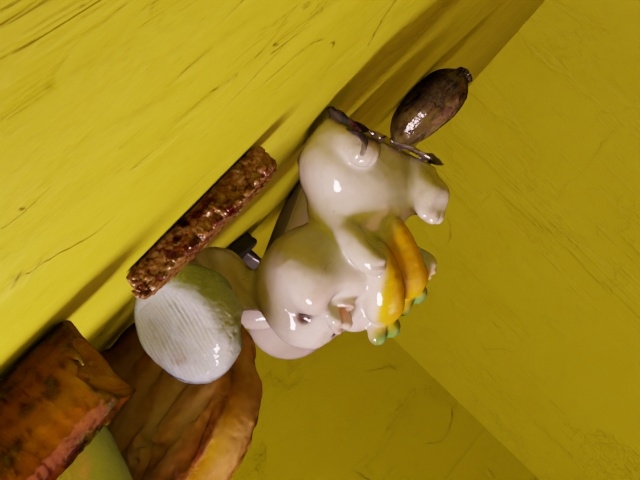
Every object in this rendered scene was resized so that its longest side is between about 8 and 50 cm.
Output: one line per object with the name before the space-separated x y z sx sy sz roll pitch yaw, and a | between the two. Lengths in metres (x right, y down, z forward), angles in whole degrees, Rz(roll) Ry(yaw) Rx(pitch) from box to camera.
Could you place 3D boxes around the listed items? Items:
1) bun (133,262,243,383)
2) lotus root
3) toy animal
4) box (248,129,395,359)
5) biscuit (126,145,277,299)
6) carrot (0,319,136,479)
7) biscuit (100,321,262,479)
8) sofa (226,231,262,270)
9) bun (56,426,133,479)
bun | -0.140 0.088 1.764 0.083 0.141 0.141 -33 168 -51
lotus root | 0.183 -0.229 2.692 0.179 0.080 0.089 -42 -169 6
toy animal | 0.004 0.003 1.906 0.310 0.247 0.183 -62 158 8
box | 0.006 0.011 2.269 0.349 0.141 0.289 128 -16 -66
biscuit | -0.120 -0.016 1.611 0.199 0.034 0.064 -46 176 -7
carrot | -0.294 0.205 1.417 0.302 0.114 0.114 -48 178 -18
biscuit | -0.183 0.212 1.879 0.296 0.102 0.296 -29 -137 30
sofa | -0.135 0.057 2.241 0.085 0.060 0.147 -48 176 33
bun | -0.327 0.323 1.738 0.187 0.293 0.293 2 145 -34
